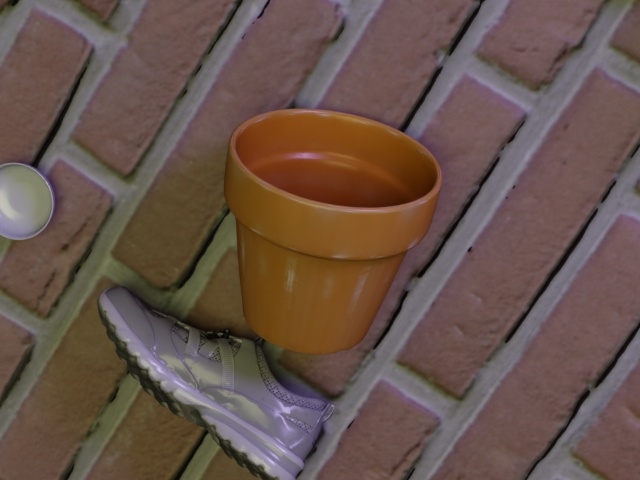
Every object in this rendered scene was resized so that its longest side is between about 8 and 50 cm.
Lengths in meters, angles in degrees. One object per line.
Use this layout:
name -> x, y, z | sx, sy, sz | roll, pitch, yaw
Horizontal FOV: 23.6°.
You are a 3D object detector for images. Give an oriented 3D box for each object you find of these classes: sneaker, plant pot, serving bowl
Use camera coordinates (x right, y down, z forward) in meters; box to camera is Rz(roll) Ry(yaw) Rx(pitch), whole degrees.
sneaker -> -0.112, 0.135, 1.601 | 0.281, 0.105, 0.115 | 39, 73, 6
plant pot -> 0.000, 0.000, 1.490 | 0.205, 0.205, 0.187 | 16, 120, 8
serving bowl -> -0.318, -0.043, 1.623 | 0.083, 0.027, 0.083 | 2, 102, 11
